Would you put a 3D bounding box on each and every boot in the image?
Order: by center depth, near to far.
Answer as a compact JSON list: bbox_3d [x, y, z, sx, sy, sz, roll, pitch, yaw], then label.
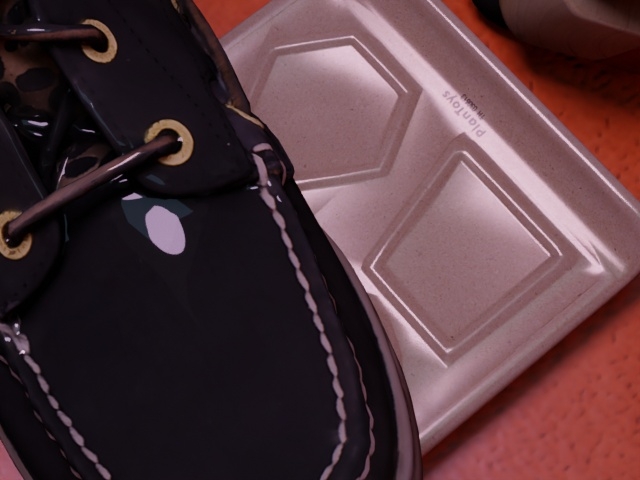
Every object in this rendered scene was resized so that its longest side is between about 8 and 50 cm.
[{"bbox_3d":[-0.105,-0.081,0.483,0.138,0.284,0.377,-25,51,-2],"label":"boot"}]

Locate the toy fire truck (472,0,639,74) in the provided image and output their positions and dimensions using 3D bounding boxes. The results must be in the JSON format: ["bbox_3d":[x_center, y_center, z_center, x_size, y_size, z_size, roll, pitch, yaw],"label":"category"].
[{"bbox_3d":[0.213,-0.168,0.639,0.246,0.158,0.217,14,83,-16],"label":"toy fire truck"}]

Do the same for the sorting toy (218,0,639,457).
[{"bbox_3d":[0.000,0.000,0.633,0.208,0.038,0.193,-39,73,-8],"label":"sorting toy"}]
